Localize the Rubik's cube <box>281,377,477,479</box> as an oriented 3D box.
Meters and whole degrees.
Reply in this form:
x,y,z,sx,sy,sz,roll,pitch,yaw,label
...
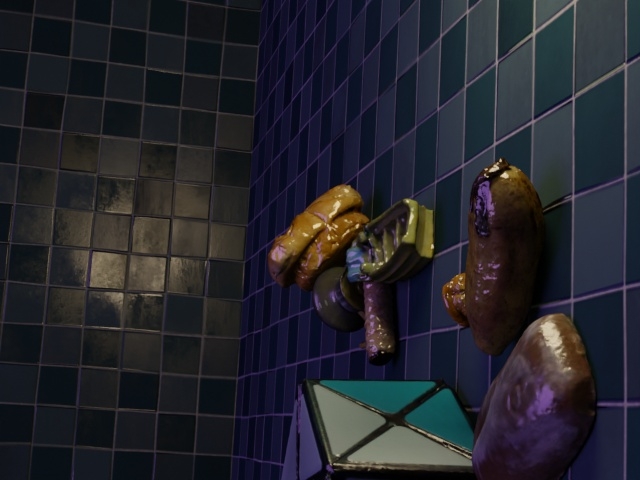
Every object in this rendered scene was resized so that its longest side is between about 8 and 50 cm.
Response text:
x,y,z,sx,sy,sz,roll,pitch,yaw,label
0.085,0.357,1.573,0.246,0.248,0.250,-115,32,-64,Rubik's cube

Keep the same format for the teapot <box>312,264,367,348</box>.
x,y,z,sx,sy,sz,roll,pitch,yaw,label
0.061,0.121,2.092,0.119,0.130,0.166,-36,81,53,teapot

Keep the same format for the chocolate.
x,y,z,sx,sy,sz,roll,pitch,yaw,label
0.239,0.214,1.336,0.157,0.080,0.254,-98,18,-44,chocolate

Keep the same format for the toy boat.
x,y,z,sx,sy,sz,roll,pitch,yaw,label
0.127,0.009,1.904,0.276,0.084,0.111,138,138,-65,toy boat

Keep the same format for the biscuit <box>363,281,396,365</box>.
x,y,z,sx,sy,sz,roll,pitch,yaw,label
0.106,0.118,2.000,0.061,0.055,0.219,125,147,-56,biscuit

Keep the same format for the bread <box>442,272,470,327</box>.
x,y,z,sx,sy,sz,roll,pitch,yaw,label
0.210,0.081,1.525,0.081,0.083,0.046,51,143,5,bread

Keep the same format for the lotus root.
x,y,z,sx,sy,sz,roll,pitch,yaw,label
0.233,0.020,1.418,0.110,0.097,0.259,-107,18,-67,lotus root

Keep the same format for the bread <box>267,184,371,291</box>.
x,y,z,sx,sy,sz,roll,pitch,yaw,label
0.000,0.001,2.181,0.120,0.236,0.198,45,167,13,bread
